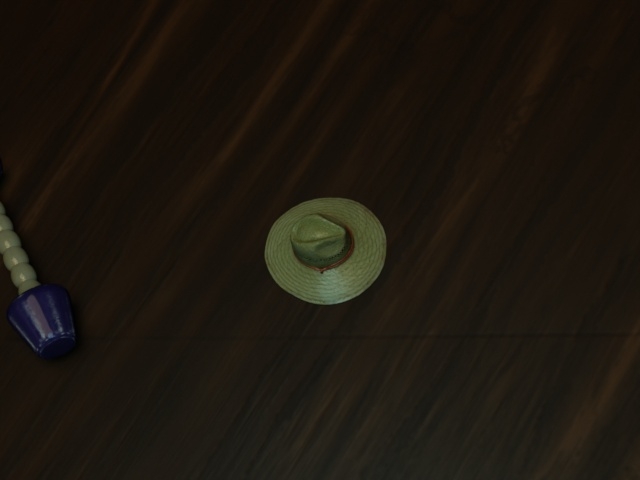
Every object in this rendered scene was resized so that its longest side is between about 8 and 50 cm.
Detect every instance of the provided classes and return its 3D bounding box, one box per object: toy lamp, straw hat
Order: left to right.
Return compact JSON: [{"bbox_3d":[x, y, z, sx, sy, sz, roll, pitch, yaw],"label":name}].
[{"bbox_3d":[-0.360,0.018,1.635,0.080,0.080,0.274,-28,63,-1],"label":"toy lamp"},{"bbox_3d":[0.000,0.000,1.576,0.144,0.061,0.144,-4,66,10],"label":"straw hat"}]
